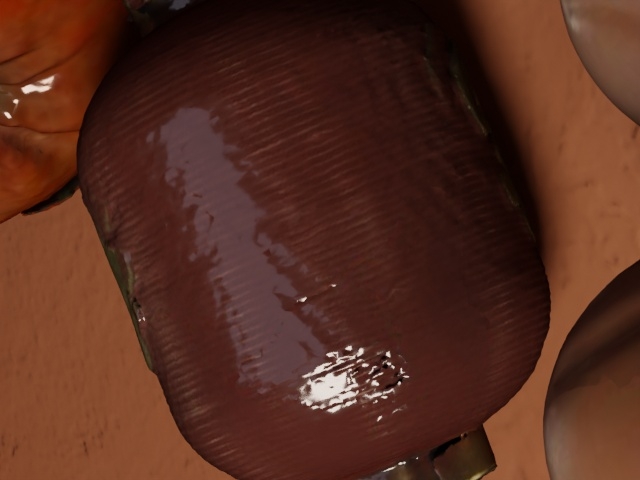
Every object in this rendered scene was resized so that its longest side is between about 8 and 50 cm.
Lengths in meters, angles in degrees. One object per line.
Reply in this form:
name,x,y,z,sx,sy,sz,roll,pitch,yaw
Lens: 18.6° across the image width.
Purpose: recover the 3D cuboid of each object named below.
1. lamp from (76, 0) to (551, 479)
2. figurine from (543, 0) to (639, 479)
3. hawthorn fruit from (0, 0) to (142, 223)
lamp,0.000,0.000,0.824,0.180,0.180,0.258,-25,87,47
figurine,0.224,-0.035,0.484,0.388,0.248,0.277,139,139,-69
hawthorn fruit,-0.207,-0.159,0.927,0.307,0.276,0.276,57,137,35
